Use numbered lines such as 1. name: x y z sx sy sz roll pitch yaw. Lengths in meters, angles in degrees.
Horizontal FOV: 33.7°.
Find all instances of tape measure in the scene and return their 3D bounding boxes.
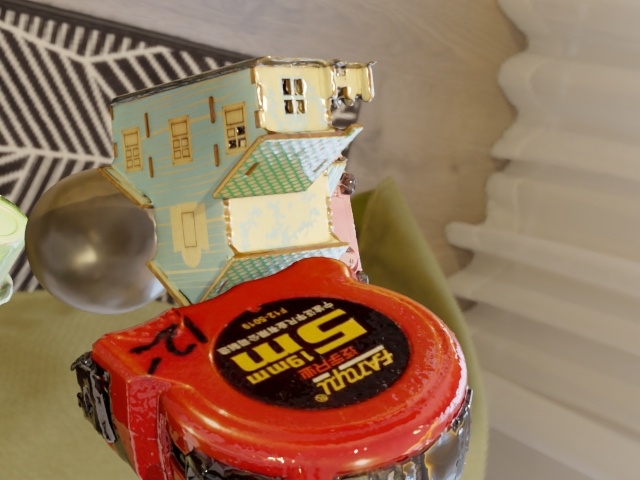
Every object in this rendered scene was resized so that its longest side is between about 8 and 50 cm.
1. tape measure: -0.019 0.124 0.789 0.253 0.260 0.114 -22 126 -33

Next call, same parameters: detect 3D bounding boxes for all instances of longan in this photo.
1. longan: -0.270 -0.001 1.361 0.220 0.196 0.197 -3 110 -2

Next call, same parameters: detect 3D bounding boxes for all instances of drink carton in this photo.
1. drink carton: -0.534 0.013 1.657 0.142 0.144 0.146 -50 169 30

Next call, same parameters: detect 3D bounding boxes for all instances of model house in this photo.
1. model house: -0.062 -0.040 0.946 0.178 0.271 0.207 -4 90 -44

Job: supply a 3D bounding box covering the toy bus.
1. toy bus: 0.000 0.000 1.156 0.063 0.090 0.203 2 70 -34
